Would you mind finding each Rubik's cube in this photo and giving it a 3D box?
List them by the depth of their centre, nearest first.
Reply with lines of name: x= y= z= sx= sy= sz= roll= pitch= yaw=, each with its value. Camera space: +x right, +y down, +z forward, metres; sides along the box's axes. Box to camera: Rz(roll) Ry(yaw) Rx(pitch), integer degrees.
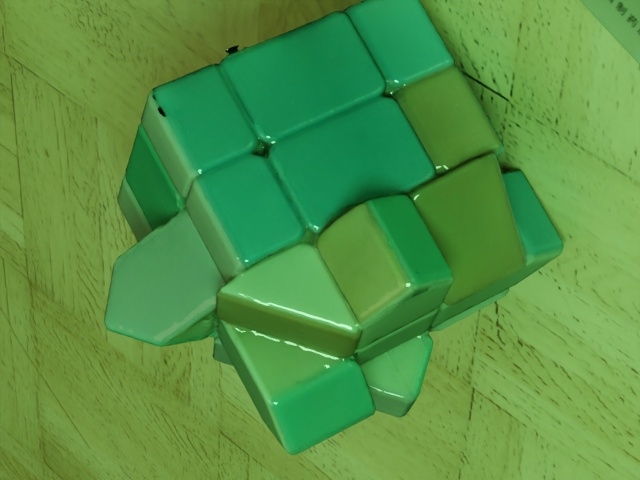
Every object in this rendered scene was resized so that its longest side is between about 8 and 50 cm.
Rubik's cube: x=0.000 y=0.000 z=1.171 sx=0.213 sy=0.265 sz=0.224 roll=62 pitch=162 yaw=11

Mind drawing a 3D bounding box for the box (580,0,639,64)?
box: x=0.239 y=-0.108 z=0.939 sx=0.260 sy=0.062 sz=0.175 roll=50 pitch=146 yaw=12
